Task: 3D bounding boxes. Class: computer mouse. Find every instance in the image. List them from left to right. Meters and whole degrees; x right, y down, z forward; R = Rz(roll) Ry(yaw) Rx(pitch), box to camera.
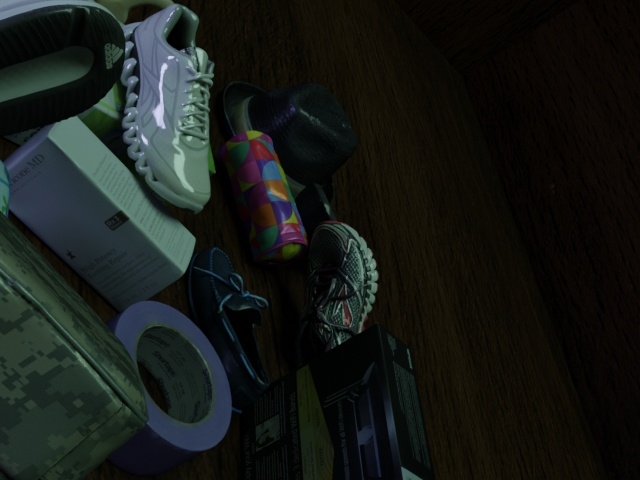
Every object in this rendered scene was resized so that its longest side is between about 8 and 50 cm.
[{"bbox_3d":[0.000,0.000,1.589,0.272,0.072,0.188,69,-3,-62],"label":"computer mouse"}]

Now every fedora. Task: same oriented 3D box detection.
[{"bbox_3d":[-0.035,-0.209,1.719,0.334,0.152,0.334,44,27,-29],"label":"fedora"}]

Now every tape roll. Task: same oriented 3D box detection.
[{"bbox_3d":[-0.195,0.171,1.040,0.189,0.080,0.189,43,29,-30],"label":"tape roll"}]

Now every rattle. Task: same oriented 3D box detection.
[{"bbox_3d":[-0.322,-0.383,1.438,0.200,0.130,0.142,23,39,-35],"label":"rattle"}]

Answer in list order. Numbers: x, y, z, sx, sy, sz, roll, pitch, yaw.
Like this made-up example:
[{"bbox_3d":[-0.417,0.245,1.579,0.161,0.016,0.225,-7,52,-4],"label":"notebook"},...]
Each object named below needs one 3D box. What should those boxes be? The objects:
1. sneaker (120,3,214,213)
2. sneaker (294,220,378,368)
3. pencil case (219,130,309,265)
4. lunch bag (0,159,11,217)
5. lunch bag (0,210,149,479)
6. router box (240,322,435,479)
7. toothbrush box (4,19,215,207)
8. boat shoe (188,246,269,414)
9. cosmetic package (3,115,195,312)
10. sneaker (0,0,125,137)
[{"bbox_3d":[-0.186,-0.175,1.140,0.110,0.118,0.292,19,50,-57],"label":"sneaker"},{"bbox_3d":[0.018,0.111,1.404,0.112,0.121,0.299,19,64,-49],"label":"sneaker"},{"bbox_3d":[-0.097,-0.070,1.499,0.104,0.104,0.236,20,44,-54],"label":"pencil case"},{"bbox_3d":[-0.399,-0.026,0.868,0.176,0.090,0.219,35,33,-42],"label":"lunch bag"},{"bbox_3d":[-0.322,0.094,0.681,0.305,0.256,0.212,52,-9,-19],"label":"lunch bag"},{"bbox_3d":[0.016,0.288,1.105,0.081,0.243,0.308,40,30,-36],"label":"router box"},{"bbox_3d":[-0.295,-0.195,1.237,0.283,0.122,0.206,27,39,-47],"label":"toothbrush box"},{"bbox_3d":[-0.114,0.115,1.250,0.109,0.089,0.258,25,40,-51],"label":"boat shoe"},{"bbox_3d":[-0.273,-0.031,1.087,0.231,0.117,0.085,46,25,-23],"label":"cosmetic package"},{"bbox_3d":[-0.425,-0.182,0.777,0.448,0.169,0.257,-19,57,-25],"label":"sneaker"}]
